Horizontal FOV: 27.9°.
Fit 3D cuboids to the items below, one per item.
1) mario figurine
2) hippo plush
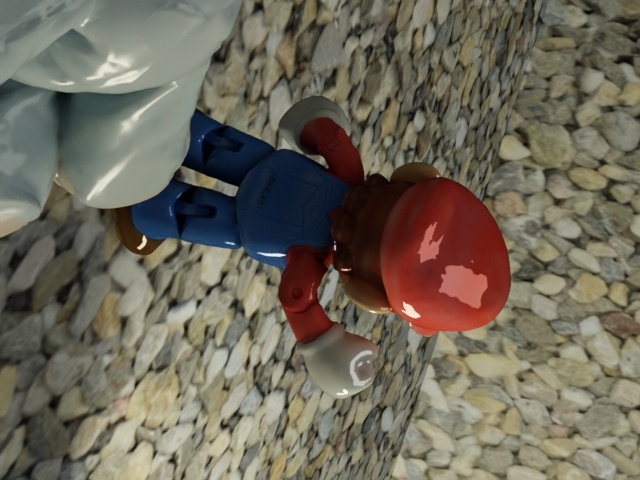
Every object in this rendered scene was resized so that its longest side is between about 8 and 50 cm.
[{"bbox_3d":[0.000,0.000,1.044,0.170,0.321,0.198,-32,138,-62],"label":"mario figurine"},{"bbox_3d":[-0.158,-0.159,0.590,0.234,0.236,0.294,-11,157,-38],"label":"hippo plush"}]
